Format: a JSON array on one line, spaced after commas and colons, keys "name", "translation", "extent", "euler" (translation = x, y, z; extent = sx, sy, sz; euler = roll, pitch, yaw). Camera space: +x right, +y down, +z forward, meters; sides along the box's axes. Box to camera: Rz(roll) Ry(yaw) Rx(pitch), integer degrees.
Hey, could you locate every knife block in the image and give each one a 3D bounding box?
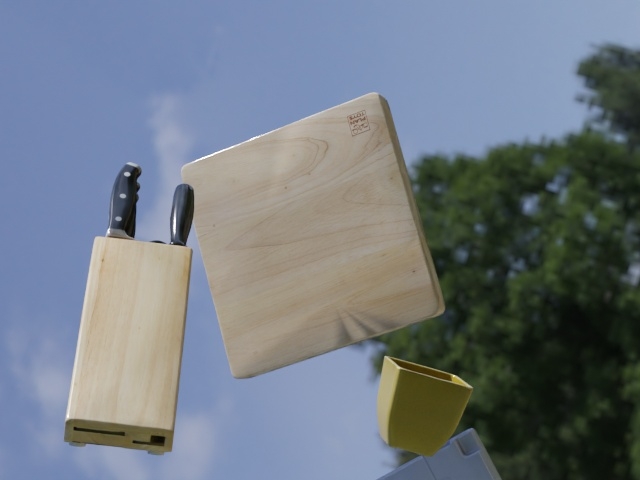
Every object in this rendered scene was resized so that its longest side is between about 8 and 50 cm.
[{"name": "knife block", "translation": [-0.158, 0.050, 1.418], "extent": [0.275, 0.088, 0.242], "euler": [168, 107, -85]}]

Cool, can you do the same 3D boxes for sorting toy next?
[{"name": "sorting toy", "translation": [0.000, 0.000, 1.859], "extent": [0.089, 0.257, 0.255], "euler": [11, -119, -66]}]

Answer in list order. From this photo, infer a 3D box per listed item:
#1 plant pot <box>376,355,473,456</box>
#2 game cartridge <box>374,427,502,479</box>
[{"name": "plant pot", "translation": [0.099, 0.173, 1.684], "extent": [0.081, 0.081, 0.083], "euler": [-149, 75, -81]}, {"name": "game cartridge", "translation": [0.088, 0.364, 1.832], "extent": [0.297, 0.198, 0.062], "euler": [-30, -7, 10]}]
